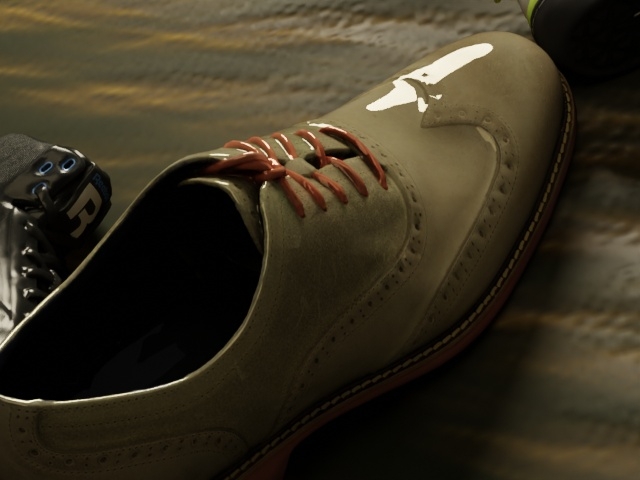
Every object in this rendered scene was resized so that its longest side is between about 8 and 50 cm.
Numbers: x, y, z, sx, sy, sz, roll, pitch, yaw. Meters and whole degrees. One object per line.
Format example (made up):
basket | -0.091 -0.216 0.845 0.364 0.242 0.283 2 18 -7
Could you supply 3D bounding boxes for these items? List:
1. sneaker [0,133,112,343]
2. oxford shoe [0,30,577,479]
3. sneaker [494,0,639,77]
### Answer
sneaker | -0.145 0.016 0.716 0.121 0.079 0.217 -38 52 -8
oxford shoe | 0.000 0.000 0.622 0.123 0.130 0.348 30 60 27
sneaker | 0.198 -0.171 0.718 0.235 0.084 0.097 -23 50 4
